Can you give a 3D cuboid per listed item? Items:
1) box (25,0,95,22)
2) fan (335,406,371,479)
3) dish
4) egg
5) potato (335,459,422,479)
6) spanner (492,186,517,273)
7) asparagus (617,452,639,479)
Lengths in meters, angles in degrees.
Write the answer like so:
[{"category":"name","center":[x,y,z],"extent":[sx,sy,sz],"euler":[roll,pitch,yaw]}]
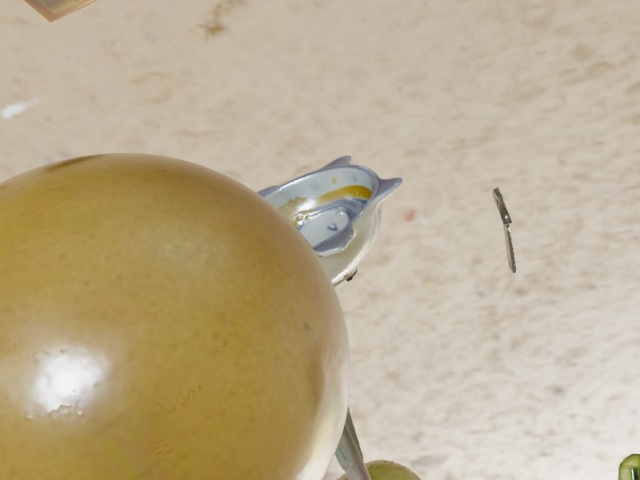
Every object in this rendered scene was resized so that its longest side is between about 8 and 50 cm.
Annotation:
[{"category":"box","center":[-0.366,-0.388,1.417],"extent":[0.076,0.174,0.274],"euler":[-25,167,6]},{"category":"fan","center":[0.014,0.145,1.043],"extent":[0.057,0.282,0.023],"euler":[5,138,-40]},{"category":"dish","center":[0.000,0.000,1.357],"extent":[0.228,0.236,0.086],"euler":[-23,115,9]},{"category":"egg","center":[-0.131,0.084,0.692],"extent":[0.250,0.250,0.322],"euler":[15,151,-42]},{"category":"potato","center":[0.035,0.340,1.244],"extent":[0.143,0.248,0.169],"euler":[35,149,-10]},{"category":"spanner","center":[0.254,-0.010,1.655],"extent":[0.012,0.046,0.208],"euler":[-20,149,3]},{"category":"asparagus","center":[0.294,0.255,1.138],"extent":[0.021,0.108,0.025],"euler":[4,173,-40]}]
